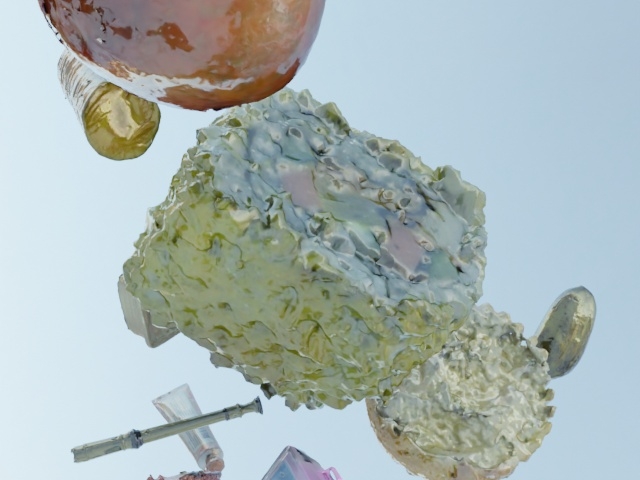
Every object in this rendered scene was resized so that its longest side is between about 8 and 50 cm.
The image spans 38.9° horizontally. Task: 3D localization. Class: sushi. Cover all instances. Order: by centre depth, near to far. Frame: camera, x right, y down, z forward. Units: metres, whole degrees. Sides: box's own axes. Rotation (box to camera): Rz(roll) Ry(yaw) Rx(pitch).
[{"bbox_3d":[0.000,0.000,1.095,0.396,0.351,0.240,30,-51,-5],"label":"sushi"}]

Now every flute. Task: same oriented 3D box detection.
[{"bbox_3d":[-0.182,0.228,1.089,0.027,0.232,0.027,167,-90,-73],"label":"flute"}]

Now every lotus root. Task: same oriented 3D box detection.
[{"bbox_3d":[0.405,0.159,1.520,0.089,0.179,0.080,31,-9,-13],"label":"lotus root"}]

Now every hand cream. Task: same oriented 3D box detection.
[{"bbox_3d":[-0.207,0.299,1.447,0.209,0.067,0.043,43,-25,51],"label":"hand cream"}]

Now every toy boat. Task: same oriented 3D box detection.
[{"bbox_3d":[-0.206,0.062,1.312,0.061,0.188,0.116,15,-55,36],"label":"toy boat"}]

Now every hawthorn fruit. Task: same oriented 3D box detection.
[{"bbox_3d":[-0.151,-0.256,0.819,0.276,0.307,0.276,1,-88,51],"label":"hawthorn fruit"}]

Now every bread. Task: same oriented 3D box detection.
[{"bbox_3d":[0.196,0.227,1.287,0.274,0.274,0.149,40,-19,27],"label":"bread"}]

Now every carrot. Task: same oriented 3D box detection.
[{"bbox_3d":[-0.291,-0.205,1.224,0.302,0.114,0.114,-130,-137,-57],"label":"carrot"}]

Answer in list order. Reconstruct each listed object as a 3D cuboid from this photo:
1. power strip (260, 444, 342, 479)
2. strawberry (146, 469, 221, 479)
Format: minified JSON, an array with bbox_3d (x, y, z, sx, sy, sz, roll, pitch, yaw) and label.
[{"bbox_3d":[-0.072,0.345,0.951,0.279,0.037,0.109,-55,-142,11],"label":"power strip"},{"bbox_3d":[-0.185,0.334,1.220,0.152,0.103,0.048,86,-4,-81],"label":"strawberry"}]
